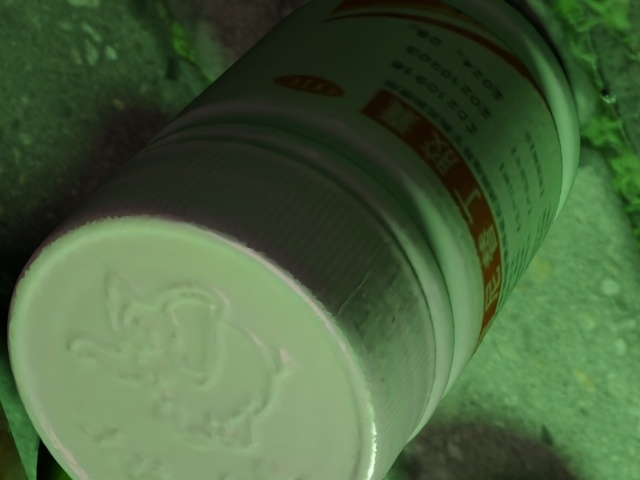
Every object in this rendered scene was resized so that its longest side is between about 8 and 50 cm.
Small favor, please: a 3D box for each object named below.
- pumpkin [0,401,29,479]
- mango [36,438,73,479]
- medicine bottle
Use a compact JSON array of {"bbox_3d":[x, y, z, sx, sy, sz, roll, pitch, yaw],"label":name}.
[{"bbox_3d":[-0.276,0.212,1.216,0.332,0.199,0.332,161,90,-73],"label":"pumpkin"},{"bbox_3d":[-0.093,0.112,1.212,0.175,0.143,0.293,27,117,19],"label":"mango"},{"bbox_3d":[0.000,0.000,0.981,0.202,0.316,0.202,13,124,20],"label":"medicine bottle"}]
